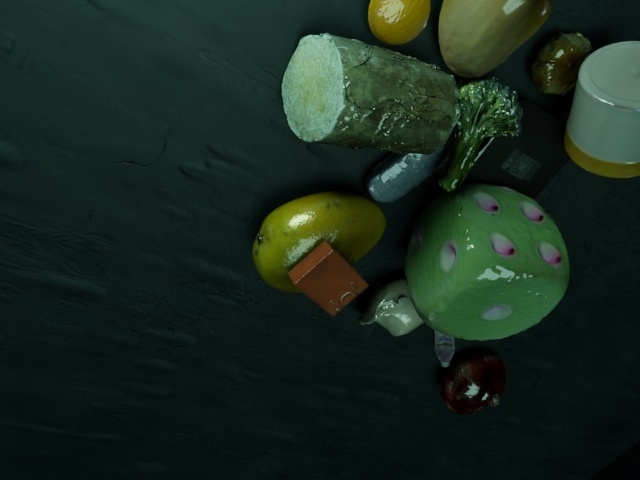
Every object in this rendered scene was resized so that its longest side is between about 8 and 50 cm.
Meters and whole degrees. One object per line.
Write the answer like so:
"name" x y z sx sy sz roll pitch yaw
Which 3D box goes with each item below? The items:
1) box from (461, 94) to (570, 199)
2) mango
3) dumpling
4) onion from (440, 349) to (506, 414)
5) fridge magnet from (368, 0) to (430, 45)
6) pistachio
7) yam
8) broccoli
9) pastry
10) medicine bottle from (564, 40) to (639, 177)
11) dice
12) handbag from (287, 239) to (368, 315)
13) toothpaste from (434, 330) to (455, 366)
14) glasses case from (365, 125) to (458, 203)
"box" 0.526 -0.218 1.507 0.289 0.073 0.290 20 118 -29
"mango" 0.000 0.000 1.443 0.365 0.182 0.253 -19 130 -2
"dumpling" 0.245 0.220 1.719 0.243 0.175 0.227 18 150 -12
"onion" 0.577 0.543 2.030 0.272 0.195 0.272 -13 125 -19
"fridge magnet" 0.167 -0.492 1.194 0.143 0.063 0.143 -9 129 -12
"pistachio" 0.355 -0.479 1.209 0.212 0.163 0.260 29 130 -10
"yam" 0.114 -0.307 1.218 0.348 0.241 0.241 5 125 -24
"broccoli" 0.353 -0.260 1.311 0.275 0.177 0.198 -51 139 -1
"pastry" 0.586 -0.429 1.358 0.153 0.081 0.153 -11 137 -11
"medicine bottle" 0.719 -0.307 1.316 0.238 0.238 0.232 -20 144 -1
"dice" 0.429 0.056 1.487 0.322 0.330 0.318 9 139 -18
"handbag" 0.023 0.099 1.386 0.127 0.063 0.190 -41 134 4
"toothpaste" 0.429 0.327 1.915 0.075 0.048 0.301 -11 127 -3
"glasses case" 0.240 -0.202 1.436 0.282 0.067 0.109 -39 127 10
